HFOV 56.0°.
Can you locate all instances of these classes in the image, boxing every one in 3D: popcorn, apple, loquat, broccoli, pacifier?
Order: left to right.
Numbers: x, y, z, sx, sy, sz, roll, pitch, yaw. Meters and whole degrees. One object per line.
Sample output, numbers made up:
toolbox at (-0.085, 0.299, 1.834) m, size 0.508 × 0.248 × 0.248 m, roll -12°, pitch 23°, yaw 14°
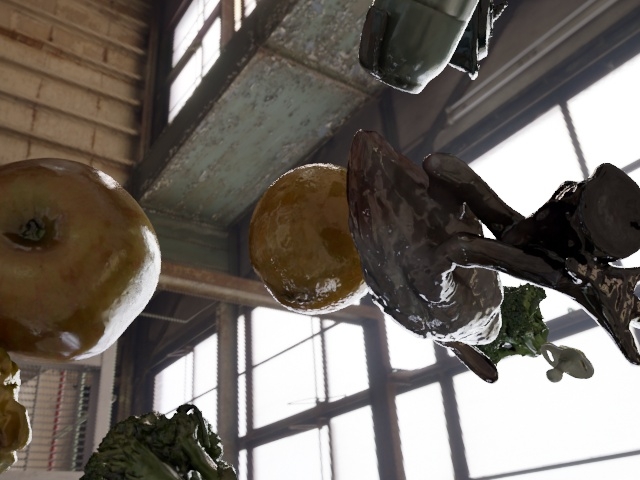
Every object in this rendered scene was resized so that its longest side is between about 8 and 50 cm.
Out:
popcorn at (-0.594, 0.277, 0.996) m, size 0.191 × 0.190 × 0.253 m, roll -13°, pitch -88°, yaw -24°
apple at (-0.506, 0.036, 1.133) m, size 0.400 × 0.333 × 0.400 m, roll 3°, pitch -100°, yaw -18°
broccoli at (-0.233, 0.430, 0.943) m, size 0.303 × 0.283 × 0.321 m, roll 53°, pitch -134°, yaw -16°
loquat at (0.000, 0.000, 0.565) m, size 0.141 × 0.141 × 0.141 m, roll 20°, pitch -126°, yaw -30°
broccoli at (0.368, 0.163, 1.194) m, size 0.156 × 0.195 × 0.195 m, roll 28°, pitch -132°, yaw -2°
pacifier at (0.347, 0.183, 0.861) m, size 0.064 × 0.083 × 0.068 m, roll -37°, pitch -66°, yaw -25°

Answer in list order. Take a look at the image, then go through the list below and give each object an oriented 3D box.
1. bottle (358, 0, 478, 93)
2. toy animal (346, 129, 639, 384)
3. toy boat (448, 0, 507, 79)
bottle at (0.102, -0.242, 0.463) m, size 0.096 × 0.253 × 0.079 m, roll -9°, pitch -139°, yaw -47°
toy animal at (0.090, 0.030, 0.426) m, size 0.195 × 0.324 × 0.090 m, roll 39°, pitch -108°, yaw 10°
toy boat at (0.178, -0.283, 0.695) m, size 0.093 × 0.103 × 0.246 m, roll 66°, pitch -151°, yaw -57°
